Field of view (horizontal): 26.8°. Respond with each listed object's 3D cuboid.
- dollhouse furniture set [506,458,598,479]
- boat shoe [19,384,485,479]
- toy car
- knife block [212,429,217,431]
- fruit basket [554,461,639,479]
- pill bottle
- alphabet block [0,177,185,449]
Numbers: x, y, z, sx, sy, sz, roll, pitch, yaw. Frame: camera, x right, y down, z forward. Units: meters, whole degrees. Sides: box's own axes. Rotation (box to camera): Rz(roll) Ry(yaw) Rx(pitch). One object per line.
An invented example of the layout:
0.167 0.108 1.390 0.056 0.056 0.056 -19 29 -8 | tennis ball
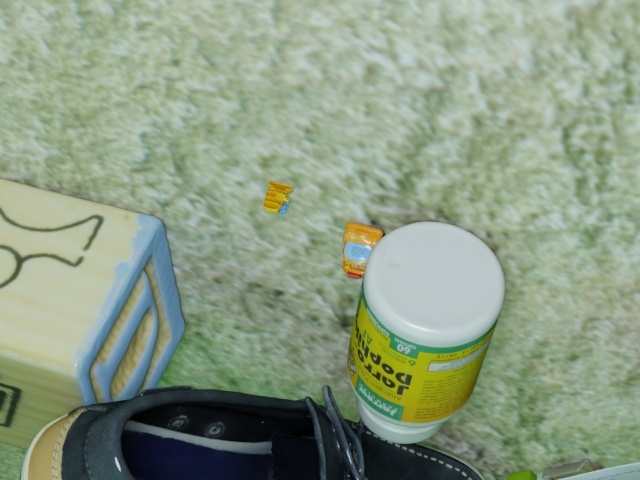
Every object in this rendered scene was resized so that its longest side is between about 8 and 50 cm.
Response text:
0.232 0.274 1.359 0.076 0.058 0.151 40 141 -22 | dollhouse furniture set
-0.017 0.232 1.215 0.500 0.187 0.156 15 146 -32 | boat shoe
0.000 0.000 1.154 0.122 0.040 0.060 23 144 0 | toy car
-0.084 0.298 1.542 0.242 0.088 0.276 9 141 21 | knife block
0.386 0.192 1.022 0.353 0.165 0.327 27 147 -31 | fruit basket
0.084 0.088 1.154 0.117 0.117 0.208 19 145 7 | pill bottle
-0.263 0.078 1.277 0.197 0.192 0.193 14 142 14 | alphabet block
